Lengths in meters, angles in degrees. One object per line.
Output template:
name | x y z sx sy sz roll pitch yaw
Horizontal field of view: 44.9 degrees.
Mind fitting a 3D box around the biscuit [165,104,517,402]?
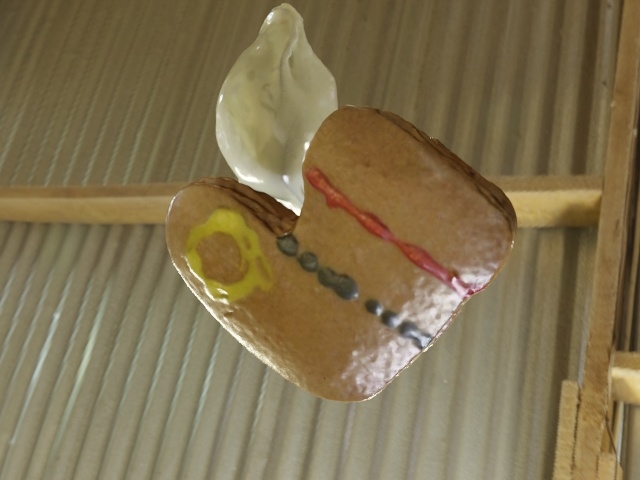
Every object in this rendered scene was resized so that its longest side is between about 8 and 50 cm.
biscuit | -0.001 0.001 0.668 0.262 0.052 0.277 44 -59 5

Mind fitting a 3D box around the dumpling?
dumpling | -0.048 -0.133 0.859 0.162 0.132 0.250 21 -61 48
